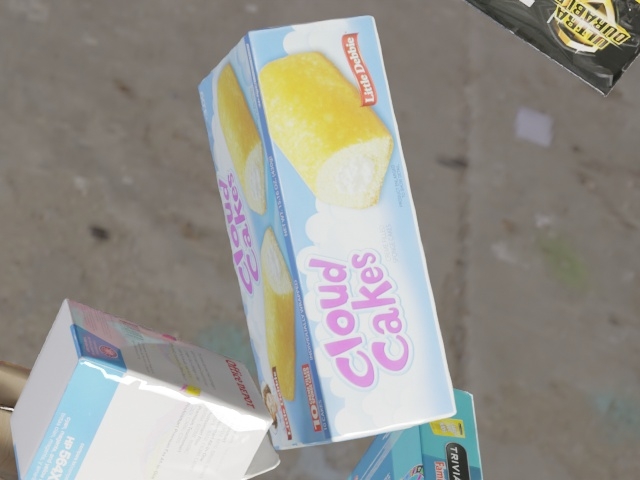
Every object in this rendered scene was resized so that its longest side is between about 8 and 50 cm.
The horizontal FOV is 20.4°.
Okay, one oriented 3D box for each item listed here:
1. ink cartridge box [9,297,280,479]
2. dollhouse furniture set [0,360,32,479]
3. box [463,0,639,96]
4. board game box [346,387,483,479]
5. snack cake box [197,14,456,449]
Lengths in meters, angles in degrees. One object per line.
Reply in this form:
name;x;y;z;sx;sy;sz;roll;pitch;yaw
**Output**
ink cartridge box;-0.102;0.112;1.077;0.143;0.090;0.092;22;14;-20
dollhouse furniture set;-0.136;0.320;1.258;0.394;0.256;0.362;18;21;-3
box;0.147;-0.281;1.171;0.322;0.257;0.079;30;25;-23
board game box;0.099;0.366;2.008;0.079;0.253;0.336;16;40;-17
snack cake box;0.000;0.000;1.178;0.089;0.152;0.264;-10;84;-19
